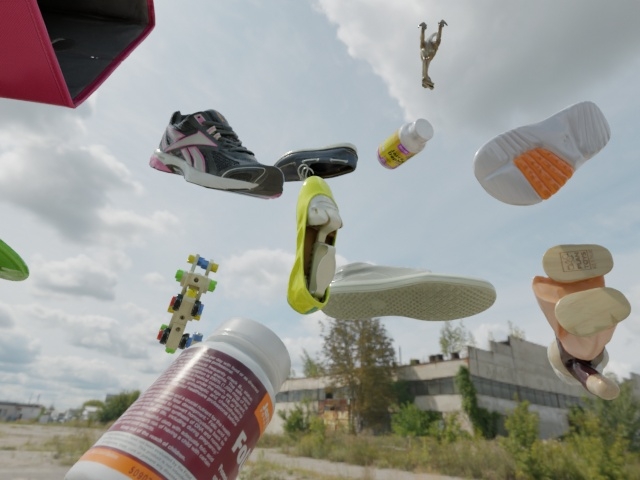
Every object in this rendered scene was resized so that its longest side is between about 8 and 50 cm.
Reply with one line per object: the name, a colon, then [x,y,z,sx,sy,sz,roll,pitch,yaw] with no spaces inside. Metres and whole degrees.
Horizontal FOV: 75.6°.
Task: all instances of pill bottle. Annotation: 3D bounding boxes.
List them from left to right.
pill bottle: [-0.222,0.333,0.758,0.224,0.392,0.224,12,-58,19]
pill bottle: [0.115,-0.132,0.562,0.043,0.043,0.083,14,-21,-22]

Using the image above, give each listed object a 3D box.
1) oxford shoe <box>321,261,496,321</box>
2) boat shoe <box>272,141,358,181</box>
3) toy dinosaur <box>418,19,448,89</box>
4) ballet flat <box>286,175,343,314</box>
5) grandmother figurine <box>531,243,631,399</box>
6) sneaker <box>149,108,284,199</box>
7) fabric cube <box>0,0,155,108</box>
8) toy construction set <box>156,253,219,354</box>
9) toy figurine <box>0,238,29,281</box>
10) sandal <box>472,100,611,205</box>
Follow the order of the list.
oxford shoe: [0.215,0.121,1.071,0.449,0.130,0.169,-2,-50,12]
boat shoe: [-0.020,-0.196,1.127,0.255,0.079,0.095,-7,-34,17]
toy dinosaur: [0.210,-0.378,0.803,0.053,0.183,0.092,11,-28,7]
ballet flat: [0.000,0.000,0.639,0.077,0.231,0.077,17,-19,-28]
grandmother figurine: [0.380,0.132,0.616,0.104,0.207,0.342,-4,-34,28]
sneaker: [-0.110,-0.094,0.420,0.178,0.077,0.072,20,9,29]
fabric cube: [-0.358,-0.321,0.421,0.258,0.259,0.254,6,-45,0]
toy construction set: [-0.395,0.212,1.236,0.151,0.327,0.215,5,6,-13]
toy figurine: [-0.366,0.062,0.347,0.130,0.159,0.173,39,-38,-22]
sandal: [0.303,-0.114,0.578,0.265,0.102,0.076,-26,-4,-24]
